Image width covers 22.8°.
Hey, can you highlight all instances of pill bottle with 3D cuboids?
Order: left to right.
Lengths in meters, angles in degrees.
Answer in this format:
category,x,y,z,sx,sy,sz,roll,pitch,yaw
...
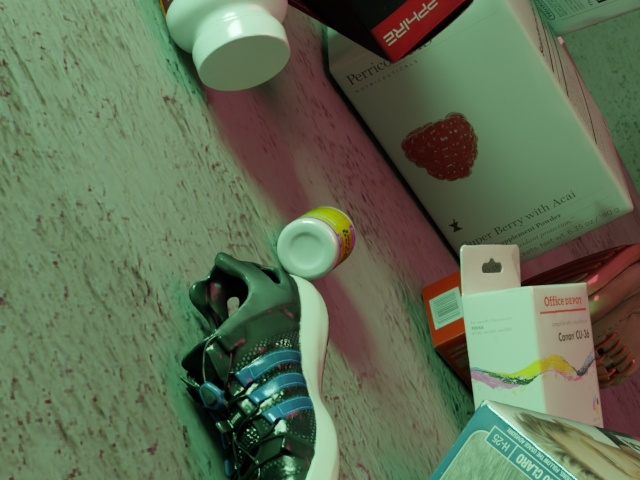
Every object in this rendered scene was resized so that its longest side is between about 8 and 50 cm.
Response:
category,x,y,z,sx,sy,sz,roll,pitch,yaw
pill bottle,-0.073,-0.183,1.099,0.086,0.086,0.152,34,33,-59
pill bottle,0.000,0.000,1.111,0.043,0.043,0.083,62,17,-3

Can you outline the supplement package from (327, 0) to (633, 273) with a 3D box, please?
category,x,y,z,sx,sy,sz,roll,pitch,yaw
supplement package,0.151,-0.139,1.540,0.293,0.178,0.175,52,20,-31

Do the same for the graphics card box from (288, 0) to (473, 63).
category,x,y,z,sx,sy,sz,roll,pitch,yaw
graphics card box,-0.054,-0.317,1.202,0.371,0.094,0.233,53,-7,-34

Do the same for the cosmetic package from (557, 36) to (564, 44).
category,x,y,z,sx,sy,sz,roll,pitch,yaw
cosmetic package,0.157,-0.284,1.714,0.060,0.099,0.239,-50,118,-23

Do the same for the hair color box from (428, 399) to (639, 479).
category,x,y,z,sx,sy,sz,roll,pitch,yaw
hair color box,0.225,0.222,1.168,0.174,0.105,0.347,39,10,31

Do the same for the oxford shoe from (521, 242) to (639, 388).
category,x,y,z,sx,sy,sz,roll,pitch,yaw
oxford shoe,0.318,0.090,1.774,0.397,0.140,0.146,0,72,-69

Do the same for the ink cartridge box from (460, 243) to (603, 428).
category,x,y,z,sx,sy,sz,roll,pitch,yaw
ink cartridge box,0.177,0.097,1.321,0.115,0.067,0.198,-1,83,-58

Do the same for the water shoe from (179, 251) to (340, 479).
category,x,y,z,sx,sy,sz,roll,pitch,yaw
water shoe,-0.041,0.090,0.846,0.080,0.073,0.203,25,33,-21

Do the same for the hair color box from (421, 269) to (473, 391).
category,x,y,z,sx,sy,sz,roll,pitch,yaw
hair color box,0.143,0.097,1.393,0.141,0.043,0.072,49,22,-41

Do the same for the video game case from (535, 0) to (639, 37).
category,x,y,z,sx,sy,sz,roll,pitch,yaw
video game case,0.134,-0.325,1.569,0.329,0.300,0.036,46,61,-19
